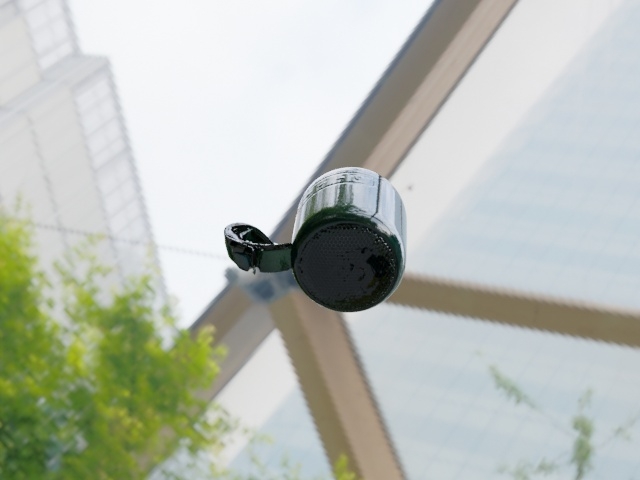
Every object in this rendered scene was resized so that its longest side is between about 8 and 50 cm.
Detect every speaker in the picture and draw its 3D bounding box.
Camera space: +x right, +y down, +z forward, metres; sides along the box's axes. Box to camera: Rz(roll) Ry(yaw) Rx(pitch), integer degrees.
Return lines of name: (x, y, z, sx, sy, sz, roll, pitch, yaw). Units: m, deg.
speaker: (-0.001, 0.005, 0.719, 0.094, 0.075, 0.060, -19, -68, 13)
